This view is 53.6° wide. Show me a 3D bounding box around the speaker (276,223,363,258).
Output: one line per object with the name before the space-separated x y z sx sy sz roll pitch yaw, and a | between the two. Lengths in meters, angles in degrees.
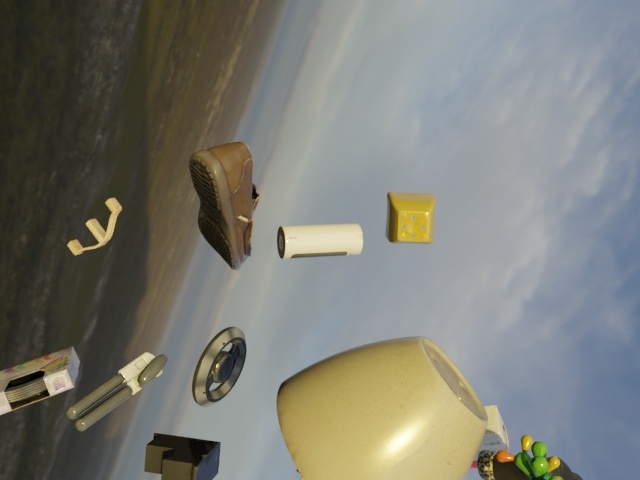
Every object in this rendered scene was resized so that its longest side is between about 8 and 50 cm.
speaker | 0.000 0.000 1.045 0.055 0.136 0.055 178 -90 -71

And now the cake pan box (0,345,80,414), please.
cake pan box | -0.851 0.416 1.875 0.267 0.245 0.070 -157 -133 -72

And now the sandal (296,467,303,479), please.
sandal | -0.015 0.552 1.479 0.076 0.101 0.265 -55 -175 36

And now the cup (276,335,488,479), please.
cup | 0.125 0.291 1.026 0.237 0.331 0.331 -41 -164 13

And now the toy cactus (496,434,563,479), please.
toy cactus | 0.379 0.460 1.116 0.219 0.112 0.181 -72 152 -67

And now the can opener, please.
can opener | -0.520 0.380 1.653 0.095 0.076 0.283 -40 177 42

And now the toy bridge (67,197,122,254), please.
toy bridge | -0.528 -0.023 1.508 0.188 0.063 0.026 -40 174 24

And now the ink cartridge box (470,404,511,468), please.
ink cartridge box | 0.418 0.520 1.660 0.231 0.134 0.078 59 26 -46

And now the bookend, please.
bookend | -0.309 0.472 1.333 0.157 0.156 0.073 -4 99 -82

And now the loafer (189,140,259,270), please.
loafer | -0.177 -0.066 1.338 0.130 0.134 0.366 -35 157 -23

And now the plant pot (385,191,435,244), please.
plant pot | 0.148 -0.032 1.030 0.083 0.081 0.082 -74 165 -76

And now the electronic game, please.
electronic game | -0.273 0.344 1.729 0.229 0.048 0.229 -47 147 -44

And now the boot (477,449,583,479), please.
boot | 0.464 0.529 1.377 0.178 0.236 0.085 -7 -135 42
